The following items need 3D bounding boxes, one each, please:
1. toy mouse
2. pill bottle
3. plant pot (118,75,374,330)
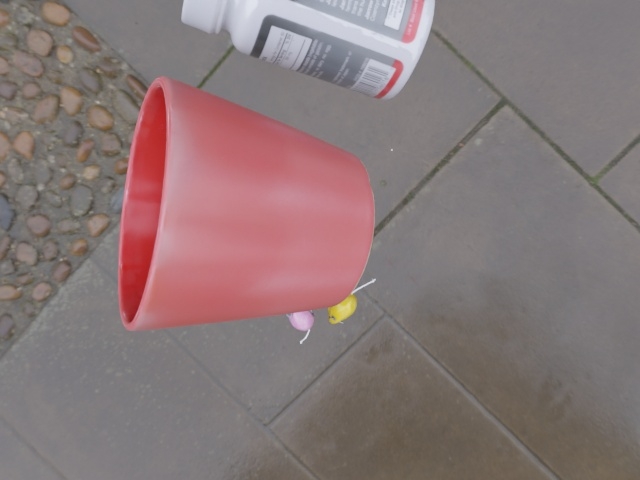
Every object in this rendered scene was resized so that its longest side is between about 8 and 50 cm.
[{"bbox_3d":[-0.014,0.094,0.923,0.143,0.031,0.161,31,109,-18],"label":"toy mouse"},{"bbox_3d":[-0.017,-0.294,0.735,0.283,0.161,0.162,15,101,-15],"label":"pill bottle"},{"bbox_3d":[-0.089,-0.027,0.679,0.243,0.275,0.275,6,101,-27],"label":"plant pot"}]
